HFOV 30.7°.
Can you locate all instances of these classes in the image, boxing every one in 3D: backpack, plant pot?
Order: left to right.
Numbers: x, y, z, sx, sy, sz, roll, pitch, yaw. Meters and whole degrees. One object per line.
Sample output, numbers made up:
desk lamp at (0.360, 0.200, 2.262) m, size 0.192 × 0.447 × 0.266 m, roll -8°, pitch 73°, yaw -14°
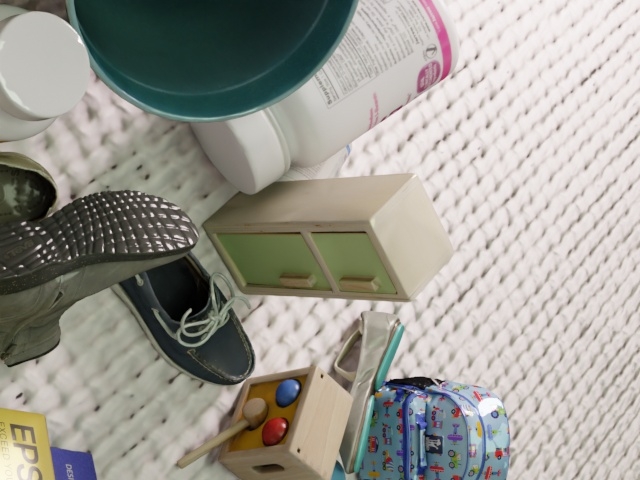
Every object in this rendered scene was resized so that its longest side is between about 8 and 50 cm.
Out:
plant pot at (-0.130, -0.291, 1.105) m, size 0.271 × 0.255 × 0.272 m, roll -12°, pitch 127°, yaw -17°
backpack at (0.144, 0.249, 1.437) m, size 0.117 × 0.173 × 0.158 m, roll 6°, pitch 87°, yaw -42°

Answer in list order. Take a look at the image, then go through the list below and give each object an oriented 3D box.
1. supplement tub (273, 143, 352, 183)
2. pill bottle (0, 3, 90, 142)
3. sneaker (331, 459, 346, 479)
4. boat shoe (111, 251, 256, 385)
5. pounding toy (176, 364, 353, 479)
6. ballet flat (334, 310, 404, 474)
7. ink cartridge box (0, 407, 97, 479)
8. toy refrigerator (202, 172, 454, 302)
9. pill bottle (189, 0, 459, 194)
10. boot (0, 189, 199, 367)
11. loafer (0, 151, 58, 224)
supplement tub at (-0.015, -0.087, 1.366) m, size 0.071 × 0.071 × 0.107 m, roll 48°, pitch 60°, yaw -31°
pill bottle at (-0.293, -0.142, 1.020) m, size 0.117 × 0.208 × 0.118 m, roll 1°, pitch 89°, yaw -42°
sneaker at (0.016, 0.358, 1.265) m, size 0.127 × 0.208 × 0.319 m, roll 55°, pitch 39°, yaw -29°
boat shoe at (-0.142, 0.065, 1.242) m, size 0.095 × 0.079 × 0.254 m, roll -50°, pitch 120°, yaw -30°
pounding toy at (-0.061, 0.212, 1.295) m, size 0.100 × 0.141 × 0.130 m, roll 46°, pitch 46°, yaw -32°
ballet flat at (0.043, 0.180, 1.416) m, size 0.072 × 0.068 × 0.213 m, roll 85°, pitch 22°, yaw -59°
ink cartridge box at (-0.289, 0.281, 1.007) m, size 0.307 × 0.072 × 0.304 m, roll 15°, pitch 41°, yaw -39°
toy refrigerator at (0.000, 0.000, 1.244) m, size 0.094 × 0.269 × 0.102 m, roll -45°, pitch 119°, yaw -33°
pill bottle at (0.000, -0.181, 1.286) m, size 0.283 × 0.160 × 0.160 m, roll -35°, pitch 113°, yaw -17°
boot at (-0.246, 0.043, 1.117) m, size 0.246 × 0.161 × 0.083 m, roll -14°, pitch 55°, yaw -36°
loafer at (-0.352, -0.036, 1.044) m, size 0.268 × 0.092 × 0.102 m, roll -17°, pitch 101°, yaw -41°
